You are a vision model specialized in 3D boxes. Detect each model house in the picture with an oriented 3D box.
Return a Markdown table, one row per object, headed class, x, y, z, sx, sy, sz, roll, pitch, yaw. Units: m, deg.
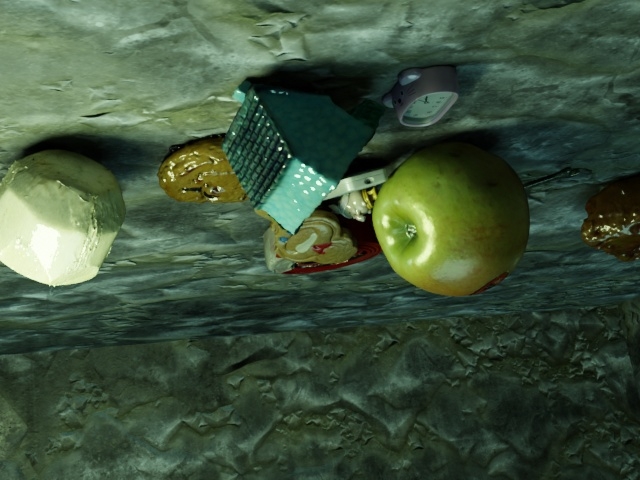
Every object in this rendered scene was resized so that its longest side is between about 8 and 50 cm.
| class | x | y | z | sx | sy | sz | roll | pitch | yaw |
| --- | --- | --- | --- | --- | --- | --- | --- | --- | --- |
| model house | -0.058 | -0.182 | 1.508 | 0.241 | 0.226 | 0.261 | 33 | 150 | -6 |

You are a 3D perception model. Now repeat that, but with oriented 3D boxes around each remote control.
| class | x | y | z | sx | sy | sz | roll | pitch | yaw |
| --- | --- | --- | --- | --- | --- | --- | --- | --- | --- |
| remote control | 0.054 | -0.118 | 1.841 | 0.103 | 0.034 | 0.250 | -17 | -177 | -21 |

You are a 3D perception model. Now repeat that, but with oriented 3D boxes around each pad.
| class | x | y | z | sx | sy | sz | roll | pitch | yaw |
| --- | --- | --- | --- | --- | --- | --- | --- | --- | --- |
| pad | 0.025 | -0.133 | 1.860 | 0.235 | 0.003 | 0.158 | -14 | -176 | 19 |

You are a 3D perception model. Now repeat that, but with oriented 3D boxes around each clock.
| class | x | y | z | sx | sy | sz | roll | pitch | yaw |
| --- | --- | --- | --- | --- | --- | --- | --- | --- | --- |
| clock | 0.182 | -0.260 | 1.526 | 0.110 | 0.050 | 0.153 | -3 | 163 | -17 |

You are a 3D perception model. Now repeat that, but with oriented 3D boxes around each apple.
| class | x | y | z | sx | sy | sz | roll | pitch | yaw |
| --- | --- | --- | --- | --- | --- | --- | --- | --- | --- |
| apple | 0.278 | -0.040 | 1.814 | 0.305 | 0.338 | 0.338 | -6 | 166 | -43 |

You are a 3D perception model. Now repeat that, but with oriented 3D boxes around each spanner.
| class | x | y | z | sx | sy | sz | roll | pitch | yaw |
| --- | --- | --- | --- | --- | --- | --- | --- | --- | --- |
| spanner | 0.545 | -0.142 | 2.167 | 0.254 | 0.015 | 0.054 | -19 | 159 | 32 |

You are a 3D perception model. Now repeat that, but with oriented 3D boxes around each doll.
| class | x | y | z | sx | sy | sz | roll | pitch | yaw |
| --- | --- | --- | --- | --- | --- | --- | --- | --- | --- |
| doll | 0.085 | -0.080 | 2.024 | 0.127 | 0.084 | 0.073 | -21 | 160 | 15 |

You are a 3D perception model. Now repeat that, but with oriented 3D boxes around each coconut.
| class | x | y | z | sx | sy | sz | roll | pitch | yaw |
| --- | --- | --- | --- | --- | --- | --- | --- | --- | --- |
| coconut | -0.500 | -0.029 | 1.571 | 0.245 | 0.245 | 0.247 | 7 | 120 | -43 |

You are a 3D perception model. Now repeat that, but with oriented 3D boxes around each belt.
| class | x | y | z | sx | sy | sz | roll | pitch | yaw |
| --- | --- | --- | --- | --- | --- | --- | --- | --- | --- |
| belt | 0.000 | 0.000 | 2.208 | 0.324 | 0.115 | 0.227 | -12 | 160 | 7 |

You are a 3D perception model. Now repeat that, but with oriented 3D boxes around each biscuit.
| class | x | y | z | sx | sy | sz | roll | pitch | yaw |
| --- | --- | --- | --- | --- | --- | --- | --- | --- | --- |
| biscuit | -0.043 | -0.020 | 1.999 | 0.183 | 0.047 | 0.320 | -23 | 139 | 19 |
| biscuit | -0.188 | -0.135 | 1.723 | 0.296 | 0.075 | 0.296 | -8 | 164 | -2 |
| biscuit | 0.939 | -0.070 | 2.337 | 0.342 | 0.166 | 0.395 | -17 | 160 | 32 |

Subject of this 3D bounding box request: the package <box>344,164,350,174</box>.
| class | x | y | z | sx | sy | sz | roll | pitch | yaw |
| --- | --- | --- | --- | --- | --- | --- | --- | --- | --- |
| package | 0.012 | -0.154 | 1.802 | 0.071 | 0.047 | 0.131 | -12 | 164 | 22 |
